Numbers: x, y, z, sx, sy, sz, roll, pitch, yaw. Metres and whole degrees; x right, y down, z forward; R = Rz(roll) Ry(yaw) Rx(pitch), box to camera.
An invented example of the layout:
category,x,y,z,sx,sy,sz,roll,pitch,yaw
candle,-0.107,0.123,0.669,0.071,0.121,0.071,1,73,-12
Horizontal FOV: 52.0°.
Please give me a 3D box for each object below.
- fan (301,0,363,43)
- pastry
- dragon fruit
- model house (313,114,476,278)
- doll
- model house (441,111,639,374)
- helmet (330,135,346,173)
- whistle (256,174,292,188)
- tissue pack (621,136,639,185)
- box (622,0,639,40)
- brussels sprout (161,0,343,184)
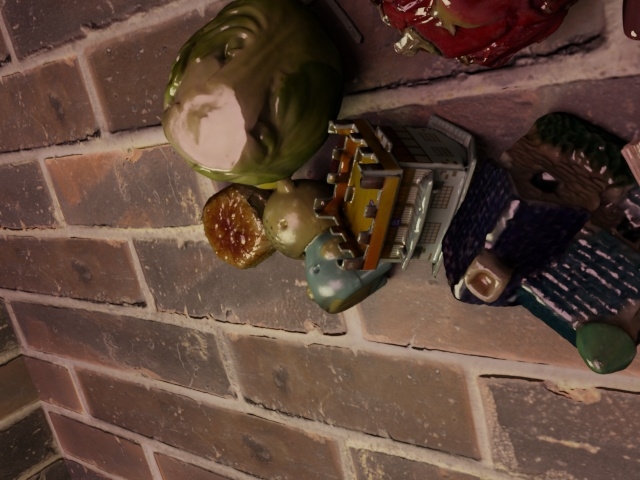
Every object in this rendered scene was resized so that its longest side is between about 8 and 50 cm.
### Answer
category,x,y,z,sx,sy,sz,roll,pitch,yaw
fan,-0.021,-0.492,1.112,0.294,0.012,0.223,32,127,25
pastry,-0.167,-0.037,1.412,0.192,0.093,0.182,-39,83,41
dragon fruit,0.192,-0.376,0.781,0.329,0.329,0.329,20,123,33
model house,0.121,-0.071,1.056,0.198,0.215,0.224,-111,26,-53
doll,0.000,0.000,1.229,0.261,0.161,0.177,54,170,15
model house,0.327,0.017,0.883,0.298,0.284,0.243,39,137,20
helmet,0.064,-0.147,1.180,0.111,0.057,0.089,123,144,-52
whistle,-0.131,-0.173,1.306,0.223,0.122,0.123,32,131,44
tissue pack,0.513,-0.010,0.785,0.326,0.170,0.071,61,180,-1
box,0.398,-0.308,0.642,0.193,0.294,0.168,9,127,23
brussels sprout,-0.113,-0.233,1.080,0.289,0.355,0.281,-30,106,30
